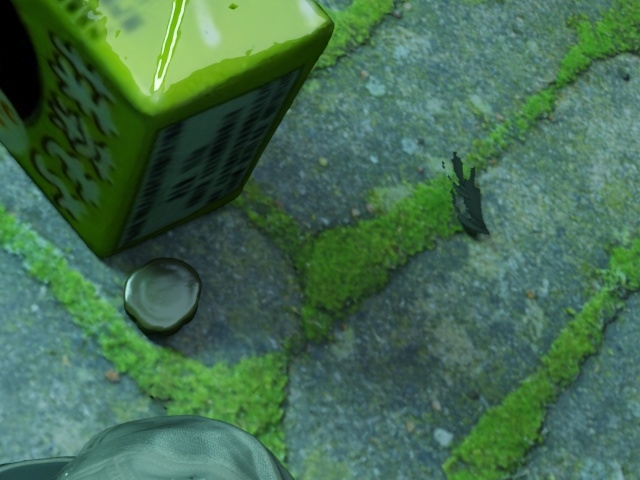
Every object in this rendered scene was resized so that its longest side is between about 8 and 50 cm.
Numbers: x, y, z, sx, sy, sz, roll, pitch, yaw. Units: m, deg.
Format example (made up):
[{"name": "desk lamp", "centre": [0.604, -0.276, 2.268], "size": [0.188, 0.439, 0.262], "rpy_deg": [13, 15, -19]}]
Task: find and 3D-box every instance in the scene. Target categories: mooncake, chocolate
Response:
[{"name": "mooncake", "centre": [0.007, -0.003, 1.071], "size": [0.346, 0.057, 0.150], "rpy_deg": [1, 75, -30]}, {"name": "chocolate", "centre": [-0.161, -0.153, 0.927], "size": [0.137, 0.301, 0.289], "rpy_deg": [-39, 84, -23]}]

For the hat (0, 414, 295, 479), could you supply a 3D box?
[{"name": "hat", "centre": [-0.124, 0.211, 0.824], "size": [0.275, 0.161, 0.232], "rpy_deg": [-15, 67, -29]}]
